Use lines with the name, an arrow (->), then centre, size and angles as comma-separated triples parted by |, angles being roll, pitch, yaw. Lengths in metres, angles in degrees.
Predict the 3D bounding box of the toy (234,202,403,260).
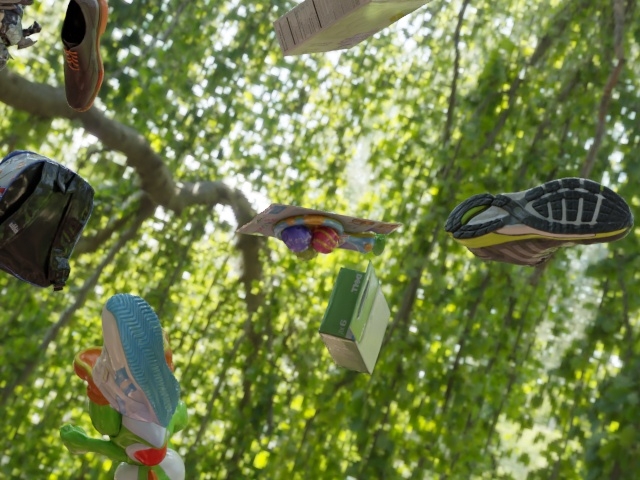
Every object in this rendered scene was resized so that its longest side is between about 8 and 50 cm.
toy -> 0.000, 0.000, 1.317 | 0.237, 0.056, 0.137 | 5, -22, -31

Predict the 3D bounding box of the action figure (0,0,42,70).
action figure -> -0.553, -0.439, 1.521 | 0.099, 0.285, 0.185 | 16, -12, -17

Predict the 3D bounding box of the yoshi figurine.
yoshi figurine -> -0.318, 0.321, 1.427 | 0.203, 0.203, 0.362 | 3, -63, 13

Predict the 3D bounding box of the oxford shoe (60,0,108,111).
oxford shoe -> -0.540, -0.412, 1.835 | 0.097, 0.271, 0.098 | 16, 24, 13

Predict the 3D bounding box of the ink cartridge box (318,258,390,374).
ink cartridge box -> 0.049, 0.112, 1.242 | 0.062, 0.109, 0.209 | 13, -23, 18

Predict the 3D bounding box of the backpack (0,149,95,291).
backpack -> -0.643, -0.060, 1.842 | 0.213, 0.263, 0.276 | 31, -6, 37

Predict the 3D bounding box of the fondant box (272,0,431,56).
fondant box -> 0.080, -0.545, 1.964 | 0.238, 0.096, 0.330 | -18, 1, -40

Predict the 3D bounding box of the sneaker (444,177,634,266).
sneaker -> 0.354, -0.019, 1.329 | 0.300, 0.111, 0.121 | -2, -34, 42

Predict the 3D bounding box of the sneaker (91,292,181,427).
sneaker -> -0.250, 0.157, 1.065 | 0.092, 0.087, 0.229 | 8, -47, 15
